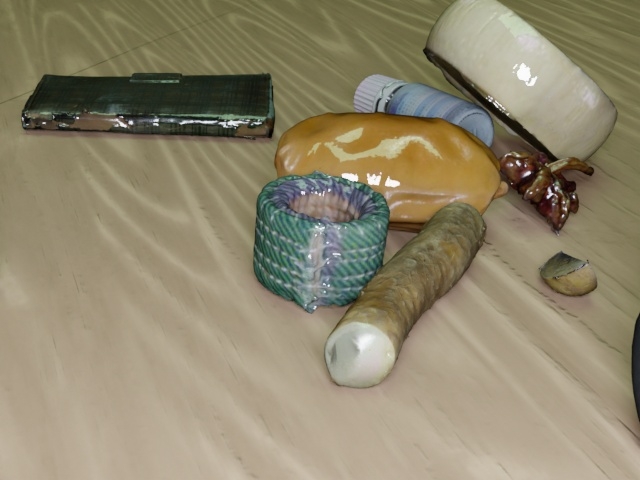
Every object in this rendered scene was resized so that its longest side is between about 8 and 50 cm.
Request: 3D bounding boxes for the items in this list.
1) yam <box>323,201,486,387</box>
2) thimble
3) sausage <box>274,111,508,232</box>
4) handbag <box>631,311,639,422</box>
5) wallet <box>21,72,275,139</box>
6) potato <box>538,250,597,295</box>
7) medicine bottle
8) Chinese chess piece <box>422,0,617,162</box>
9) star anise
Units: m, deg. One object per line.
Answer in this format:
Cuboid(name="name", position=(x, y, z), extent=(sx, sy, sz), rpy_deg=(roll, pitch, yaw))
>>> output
Cuboid(name="yam", position=(0.078, 0.041, 0.985), extent=(0.066, 0.066, 0.299), rpy_deg=(12, 26, 20))
Cuboid(name="thimble", position=(0.001, -0.001, 1.033), extent=(0.118, 0.090, 0.135), rpy_deg=(-8, 25, -23))
Cuboid(name="sausage", position=(0.072, -0.069, 1.169), extent=(0.241, 0.120, 0.136), rpy_deg=(2, 37, -4))
Cuboid(name="handbag", position=(0.389, 0.035, 0.744), extent=(0.342, 0.288, 0.152), rpy_deg=(14, 20, 23))
Cuboid(name="wallet", position=(-0.219, -0.178, 1.493), extent=(0.317, 0.044, 0.169), rpy_deg=(0, 27, -3))
Cuboid(name="potato", position=(0.230, 0.037, 1.055), extent=(0.037, 0.036, 0.093), rpy_deg=(-35, 6, 0))
Cuboid(name="medicine bottle", position=(0.125, -0.156, 1.431), extent=(0.083, 0.083, 0.203), rpy_deg=(-12, 28, -31))
Cuboid(name="Chinese chess piece", position=(0.238, -0.190, 1.362), extent=(0.250, 0.103, 0.250), rpy_deg=(41, 8, -7))
Cuboid(name="star anise", position=(0.258, -0.066, 1.248), extent=(0.097, 0.070, 0.190), rpy_deg=(39, 20, 19))
